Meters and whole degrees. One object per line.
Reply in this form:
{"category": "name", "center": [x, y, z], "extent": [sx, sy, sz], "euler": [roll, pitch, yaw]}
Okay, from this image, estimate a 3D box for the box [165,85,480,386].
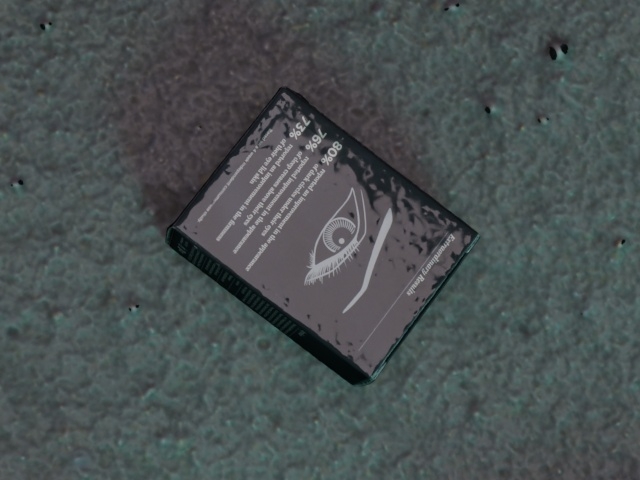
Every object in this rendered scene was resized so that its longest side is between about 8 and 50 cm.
{"category": "box", "center": [0.000, 0.000, 1.487], "extent": [0.207, 0.108, 0.153], "euler": [39, 79, -1]}
